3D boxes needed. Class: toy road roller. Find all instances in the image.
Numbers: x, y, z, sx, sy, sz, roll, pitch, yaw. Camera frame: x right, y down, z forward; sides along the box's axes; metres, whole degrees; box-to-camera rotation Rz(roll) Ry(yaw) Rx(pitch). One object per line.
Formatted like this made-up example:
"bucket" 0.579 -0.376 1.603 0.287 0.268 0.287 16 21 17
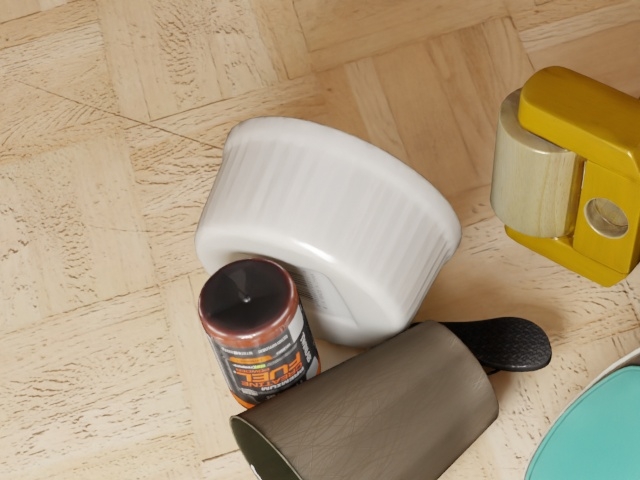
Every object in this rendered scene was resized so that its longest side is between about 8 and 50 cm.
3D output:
"toy road roller" 0.369 -0.082 1.973 0.329 0.202 0.240 25 50 22

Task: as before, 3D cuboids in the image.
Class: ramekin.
"ramekin" 0.000 0.000 1.945 0.277 0.277 0.135 15 66 22

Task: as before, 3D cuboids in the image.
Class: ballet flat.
"ballet flat" 0.366 0.148 1.824 0.400 0.139 0.139 -49 56 1

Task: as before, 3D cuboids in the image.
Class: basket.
"basket" 0.056 0.193 1.861 0.227 0.154 0.204 -34 57 -18

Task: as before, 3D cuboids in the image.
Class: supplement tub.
"supplement tub" -0.058 0.113 1.911 0.106 0.198 0.106 -7 53 9

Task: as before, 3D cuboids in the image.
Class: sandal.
"sandal" 0.171 0.117 1.965 0.179 0.040 0.067 2 47 32
